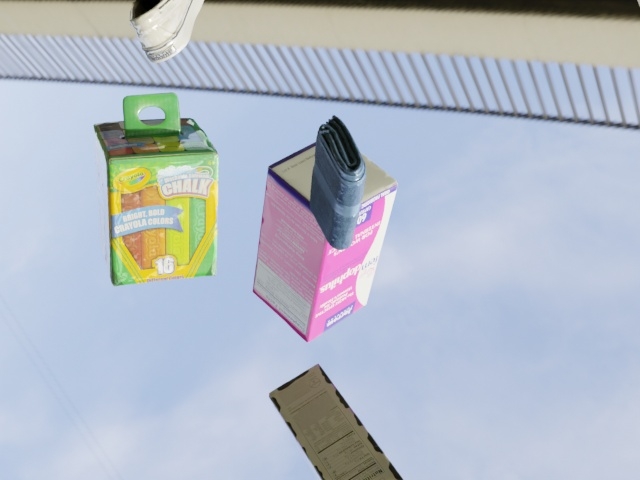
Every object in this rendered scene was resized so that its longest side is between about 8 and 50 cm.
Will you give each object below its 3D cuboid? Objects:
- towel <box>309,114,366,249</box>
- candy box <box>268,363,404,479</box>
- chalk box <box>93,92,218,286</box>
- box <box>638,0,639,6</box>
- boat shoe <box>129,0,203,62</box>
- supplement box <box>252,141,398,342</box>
[{"bbox_3d":[0.016,-0.047,0.848,0.029,0.119,0.067,-16,-120,-16],"label":"towel"},{"bbox_3d":[0.037,0.256,1.044,0.070,0.164,0.196,-31,-140,-9],"label":"candy box"},{"bbox_3d":[-0.273,-0.097,1.606,0.180,0.288,0.179,-7,-152,-18],"label":"chalk box"},{"bbox_3d":[0.498,-0.439,1.403,0.121,0.148,0.311,-18,-106,15],"label":"box"},{"bbox_3d":[-0.246,-0.375,1.500,0.096,0.088,0.267,-17,-142,19],"label":"boat shoe"},{"bbox_3d":[0.000,0.000,1.179,0.111,0.220,0.114,-31,-120,-33],"label":"supplement box"}]
